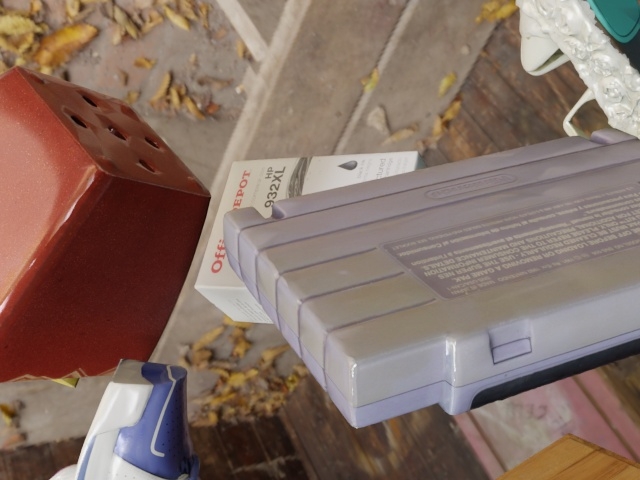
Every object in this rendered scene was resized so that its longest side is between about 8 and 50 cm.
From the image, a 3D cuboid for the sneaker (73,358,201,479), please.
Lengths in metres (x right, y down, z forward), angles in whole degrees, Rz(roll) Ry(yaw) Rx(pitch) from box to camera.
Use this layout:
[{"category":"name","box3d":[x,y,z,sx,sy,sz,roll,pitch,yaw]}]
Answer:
[{"category":"sneaker","box3d":[-0.107,0.254,0.659,0.182,0.127,0.315,9,96,-8]}]

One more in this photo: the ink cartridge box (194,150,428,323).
[{"category":"ink cartridge box","box3d":[0.000,0.000,1.207,0.308,0.223,0.129,0,152,28]}]

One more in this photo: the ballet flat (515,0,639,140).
[{"category":"ballet flat","box3d":[0.290,-0.174,0.866,0.147,0.408,0.147,-35,-178,1]}]

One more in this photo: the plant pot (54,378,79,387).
[{"category":"plant pot","box3d":[-0.529,0.124,1.529,0.212,0.212,0.187,44,63,-39]}]

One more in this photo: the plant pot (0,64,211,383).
[{"category":"plant pot","box3d":[-0.282,-0.027,0.907,0.235,0.267,0.267,-50,155,15]}]

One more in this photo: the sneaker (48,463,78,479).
[{"category":"sneaker","box3d":[-0.342,0.423,1.369,0.305,0.152,0.114,-30,144,-5]}]

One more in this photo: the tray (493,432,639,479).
[{"category":"tray","box3d":[0.320,0.438,1.268,0.411,0.203,0.076,-22,110,-29]}]

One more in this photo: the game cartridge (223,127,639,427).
[{"category":"game cartridge","box3d":[0.136,0.007,0.576,0.355,0.230,0.068,-13,122,-19]}]
